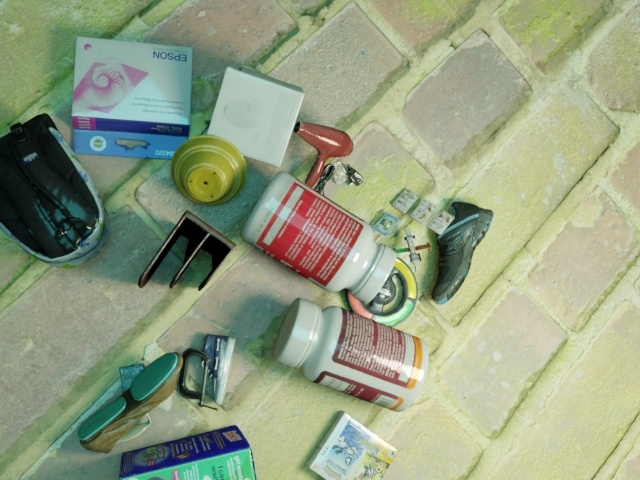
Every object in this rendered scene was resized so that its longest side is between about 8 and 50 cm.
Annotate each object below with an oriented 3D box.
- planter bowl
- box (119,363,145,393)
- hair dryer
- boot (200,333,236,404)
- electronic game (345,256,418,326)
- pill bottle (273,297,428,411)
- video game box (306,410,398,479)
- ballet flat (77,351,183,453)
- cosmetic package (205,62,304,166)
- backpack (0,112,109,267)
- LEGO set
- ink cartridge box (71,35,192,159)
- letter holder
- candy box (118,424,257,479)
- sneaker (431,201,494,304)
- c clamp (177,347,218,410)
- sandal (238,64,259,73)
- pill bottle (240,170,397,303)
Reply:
[{"bbox_3d":[-0.315,-0.175,1.812,0.217,0.090,0.217,-1,119,-1],"label":"planter bowl"},{"bbox_3d":[-0.509,0.382,1.782,0.067,0.018,0.083,-9,85,-15],"label":"box"},{"bbox_3d":[0.008,-0.226,1.907,0.224,0.080,0.293,-37,121,-18],"label":"hair dryer"},{"bbox_3d":[-0.295,0.357,1.822,0.086,0.069,0.189,10,77,1],"label":"boot"},{"bbox_3d":[0.186,0.150,1.973,0.230,0.048,0.229,2,82,-14],"label":"electronic game"},{"bbox_3d":[0.083,0.315,1.834,0.392,0.224,0.224,22,78,-11],"label":"pill bottle"},{"bbox_3d":[0.094,0.627,1.885,0.205,0.048,0.187,36,78,-7],"label":"video game box"},{"bbox_3d":[-0.476,0.439,1.730,0.342,0.116,0.124,-42,125,-7],"label":"ballet flat"},{"bbox_3d":[-0.187,-0.358,1.862,0.225,0.138,0.224,18,108,-10],"label":"cosmetic package"},{"bbox_3d":[-0.706,-0.098,1.699,0.290,0.273,0.355,-41,72,-18],"label":"backpack"},{"bbox_3d":[0.266,-0.023,2.000,0.183,0.060,0.244,34,68,19],"label":"LEGO set"},{"bbox_3d":[-0.533,-0.403,1.861,0.324,0.071,0.329,1,81,-14],"label":"ink cartridge box"},{"bbox_3d":[-0.358,0.071,1.716,0.152,0.302,0.214,36,76,-7],"label":"letter holder"},{"bbox_3d":[-0.339,0.587,1.667,0.318,0.268,0.122,-11,88,-15],"label":"candy box"},{"bbox_3d":[0.409,0.037,2.027,0.140,0.125,0.340,25,76,14],"label":"sneaker"},{"bbox_3d":[-0.333,0.377,1.792,0.137,0.022,0.160,1,87,24],"label":"c clamp"},{"bbox_3d":[-0.179,-0.431,1.946,0.088,0.079,0.239,-26,89,-16],"label":"sandal"},{"bbox_3d":[0.000,0.000,1.842,0.408,0.229,0.229,32,76,-3],"label":"pill bottle"}]
